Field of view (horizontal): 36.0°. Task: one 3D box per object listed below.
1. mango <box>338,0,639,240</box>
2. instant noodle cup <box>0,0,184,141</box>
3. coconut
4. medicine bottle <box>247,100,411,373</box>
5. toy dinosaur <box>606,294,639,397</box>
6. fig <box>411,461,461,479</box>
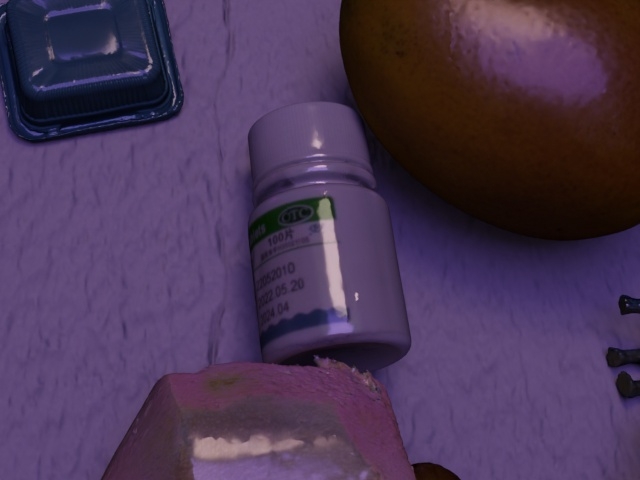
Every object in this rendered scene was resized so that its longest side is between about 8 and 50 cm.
[{"bbox_3d":[0.189,-0.148,0.932,0.378,0.221,0.264,28,89,-6],"label":"mango"},{"bbox_3d":[-0.234,-0.190,0.984,0.179,0.070,0.157,-12,75,-12],"label":"instant noodle cup"},{"bbox_3d":[-0.059,0.209,0.801,0.245,0.233,0.233,0,72,-12],"label":"coconut"},{"bbox_3d":[0.000,0.000,0.913,0.139,0.139,0.237,-6,69,-9],"label":"medicine bottle"},{"bbox_3d":[0.364,0.128,0.952,0.147,0.076,0.363,-3,72,-10],"label":"toy dinosaur"},{"bbox_3d":[0.097,0.236,0.855,0.089,0.125,0.089,1,76,-6],"label":"fig"}]
